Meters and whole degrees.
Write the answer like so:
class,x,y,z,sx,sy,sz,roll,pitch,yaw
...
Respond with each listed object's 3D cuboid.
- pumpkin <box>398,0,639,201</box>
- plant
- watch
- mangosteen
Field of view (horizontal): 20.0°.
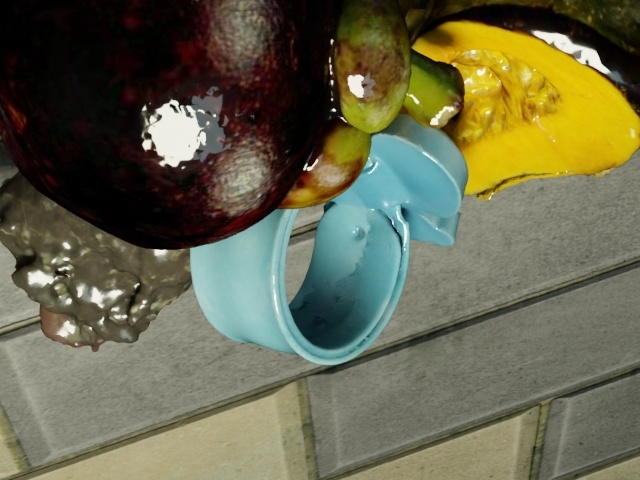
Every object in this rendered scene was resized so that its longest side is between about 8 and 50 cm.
class,x,y,z,sx,sy,sz,roll,pitch,yaw
pumpkin,0.161,-0.166,1.401,0.242,0.232,0.325,42,152,-26
plant,-0.175,-0.020,1.508,0.234,0.204,0.178,-29,115,39
watch,0.000,0.000,1.386,0.193,0.211,0.211,-60,161,-22
mangosteen,-0.087,-0.151,1.222,0.313,0.297,0.297,-32,151,10
